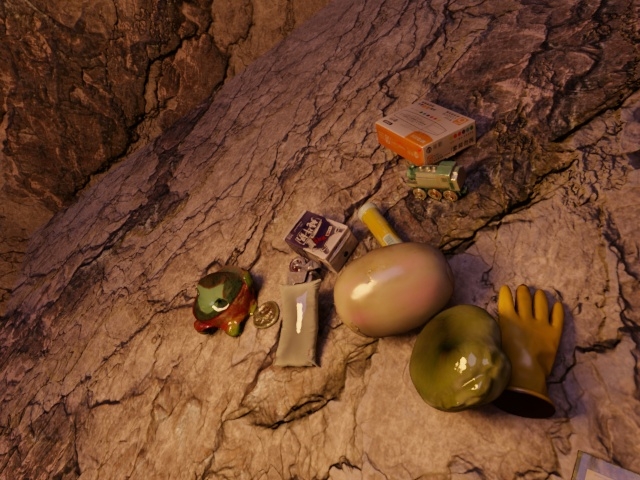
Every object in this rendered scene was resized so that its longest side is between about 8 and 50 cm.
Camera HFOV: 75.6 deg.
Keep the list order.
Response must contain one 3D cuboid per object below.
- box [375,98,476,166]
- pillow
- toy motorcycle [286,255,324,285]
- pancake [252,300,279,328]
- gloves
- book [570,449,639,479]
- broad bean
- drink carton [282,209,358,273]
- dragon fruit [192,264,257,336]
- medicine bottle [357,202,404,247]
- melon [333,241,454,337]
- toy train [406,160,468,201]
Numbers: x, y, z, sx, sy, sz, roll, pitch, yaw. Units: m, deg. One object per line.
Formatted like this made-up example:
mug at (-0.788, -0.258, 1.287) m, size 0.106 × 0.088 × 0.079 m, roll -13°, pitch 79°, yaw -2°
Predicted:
box at (0.347, -0.363, 1.382) m, size 0.220 × 0.091 × 0.274 m, roll -30°, pitch 42°, yaw -13°
pillow at (-0.069, 0.240, 1.206) m, size 0.144 × 0.078 × 0.255 m, roll -6°, pitch 73°, yaw 30°
toy motorcycle at (-0.051, 0.150, 1.311) m, size 0.122 × 0.080 × 0.216 m, roll -10°, pitch 62°, yaw 27°
pancake at (-0.183, 0.248, 1.366) m, size 0.107 × 0.017 × 0.108 m, roll -20°, pitch 43°, yaw 20°
gloves at (0.448, 0.217, 0.898) m, size 0.132 × 0.116 × 0.295 m, roll 16°, pitch 54°, yaw 12°
book at (0.490, 0.497, 0.681) m, size 0.160 × 0.024 × 0.229 m, roll 10°, pitch 64°, yaw 43°
broad bean at (0.291, 0.248, 0.883) m, size 0.238 × 0.119 × 0.291 m, roll -61°, pitch 7°, yaw -6°
drink carton at (0.000, 0.001, 1.374) m, size 0.222 × 0.102 × 0.134 m, roll 24°, pitch 70°, yaw 43°
dragon fruit at (-0.341, 0.201, 1.444) m, size 0.268 × 0.130 × 0.295 m, roll -35°, pitch 43°, yaw 0°
medicine bottle at (0.193, -0.028, 1.278) m, size 0.073 × 0.074 × 0.218 m, roll -36°, pitch 45°, yaw 6°
melon at (0.180, 0.126, 1.051) m, size 0.316 × 0.223 × 0.223 m, roll -23°, pitch 46°, yaw 16°
toy train at (0.348, -0.184, 1.252) m, size 0.193 × 0.125 × 0.081 m, roll 12°, pitch 61°, yaw 40°
